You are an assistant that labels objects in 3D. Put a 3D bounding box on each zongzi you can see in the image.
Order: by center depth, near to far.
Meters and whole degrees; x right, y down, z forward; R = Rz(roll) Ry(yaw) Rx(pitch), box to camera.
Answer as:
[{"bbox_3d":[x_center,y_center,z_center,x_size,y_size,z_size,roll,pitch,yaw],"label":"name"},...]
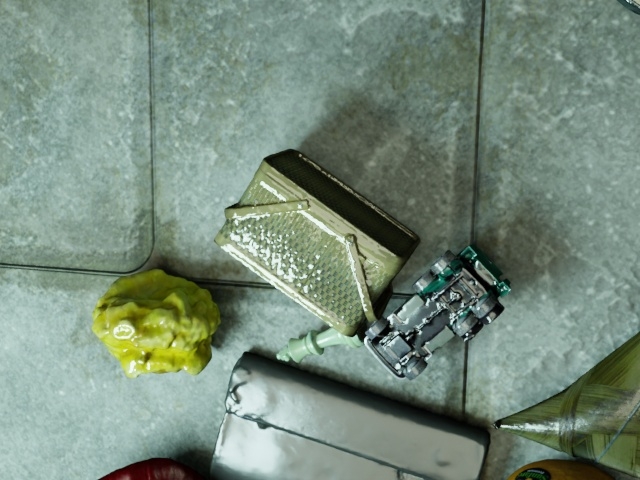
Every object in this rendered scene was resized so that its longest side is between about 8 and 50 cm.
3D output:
[{"bbox_3d":[0.381,0.199,1.211,0.242,0.112,0.221,16,105,12],"label":"zongzi"}]

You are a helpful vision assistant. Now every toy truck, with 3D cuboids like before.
[{"bbox_3d":[0.170,0.096,1.247,0.110,0.116,0.216,46,115,3],"label":"toy truck"}]

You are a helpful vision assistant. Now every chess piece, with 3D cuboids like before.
[{"bbox_3d":[-0.003,0.155,1.331,0.149,0.059,0.059,-25,94,22],"label":"chess piece"}]

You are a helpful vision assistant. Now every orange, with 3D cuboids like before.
[{"bbox_3d":[0.335,0.399,1.218,0.206,0.206,0.206,3,101,14],"label":"orange"}]

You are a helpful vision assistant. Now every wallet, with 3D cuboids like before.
[{"bbox_3d":[0.038,0.334,1.348,0.406,0.062,0.228,16,104,11],"label":"wallet"}]

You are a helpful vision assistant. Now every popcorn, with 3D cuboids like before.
[{"bbox_3d":[-0.250,0.134,1.326,0.197,0.197,0.156,12,105,12],"label":"popcorn"}]

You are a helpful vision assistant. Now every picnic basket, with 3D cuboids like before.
[{"bbox_3d":[0.000,0.000,1.242,0.266,0.165,0.139,36,108,6],"label":"picnic basket"}]

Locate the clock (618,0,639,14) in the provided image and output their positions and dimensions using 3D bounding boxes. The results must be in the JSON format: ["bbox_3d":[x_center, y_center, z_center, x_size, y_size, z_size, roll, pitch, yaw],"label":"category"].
[{"bbox_3d":[0.459,-0.390,1.116,0.215,0.042,0.215,3,101,14],"label":"clock"}]

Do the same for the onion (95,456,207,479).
[{"bbox_3d":[-0.268,0.485,1.349,0.273,0.285,0.273,-8,119,-15],"label":"onion"}]
